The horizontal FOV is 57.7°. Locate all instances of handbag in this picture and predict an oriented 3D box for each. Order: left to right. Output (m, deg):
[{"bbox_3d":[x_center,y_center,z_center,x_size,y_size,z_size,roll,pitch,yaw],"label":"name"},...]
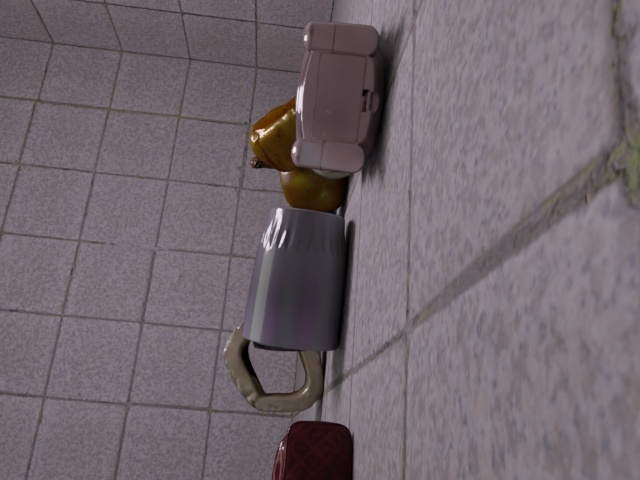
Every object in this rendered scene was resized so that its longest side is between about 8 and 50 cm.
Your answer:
[{"bbox_3d":[-0.017,0.467,1.120,0.135,0.147,0.225,111,166,-55],"label":"handbag"}]

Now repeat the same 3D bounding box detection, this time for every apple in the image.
[{"bbox_3d":[-0.026,-0.189,1.769,0.237,0.208,0.236,-175,90,-87],"label":"apple"}]

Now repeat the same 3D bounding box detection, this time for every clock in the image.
[{"bbox_3d":[0.039,-0.300,1.263,0.326,0.184,0.341,-81,3,-80],"label":"clock"}]

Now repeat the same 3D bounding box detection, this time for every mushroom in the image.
[{"bbox_3d":[-0.148,-0.274,2.085,0.227,0.218,0.147,118,144,-64],"label":"mushroom"}]

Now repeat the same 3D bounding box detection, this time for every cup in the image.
[{"bbox_3d":[-0.056,0.108,1.525,0.253,0.254,0.371,166,113,-86],"label":"cup"}]

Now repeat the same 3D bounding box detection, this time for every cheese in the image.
[{"bbox_3d":[-0.145,0.399,1.865,0.153,0.292,0.332,103,143,-76],"label":"cheese"}]

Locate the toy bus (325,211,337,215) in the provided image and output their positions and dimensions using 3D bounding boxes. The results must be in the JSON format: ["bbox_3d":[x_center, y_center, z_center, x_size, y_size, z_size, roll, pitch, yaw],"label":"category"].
[{"bbox_3d":[0.011,-0.060,1.743,0.046,0.083,0.038,76,-174,-73],"label":"toy bus"}]

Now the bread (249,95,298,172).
[{"bbox_3d":[-0.042,-0.298,1.558,0.294,0.167,0.132,-22,37,36],"label":"bread"}]
